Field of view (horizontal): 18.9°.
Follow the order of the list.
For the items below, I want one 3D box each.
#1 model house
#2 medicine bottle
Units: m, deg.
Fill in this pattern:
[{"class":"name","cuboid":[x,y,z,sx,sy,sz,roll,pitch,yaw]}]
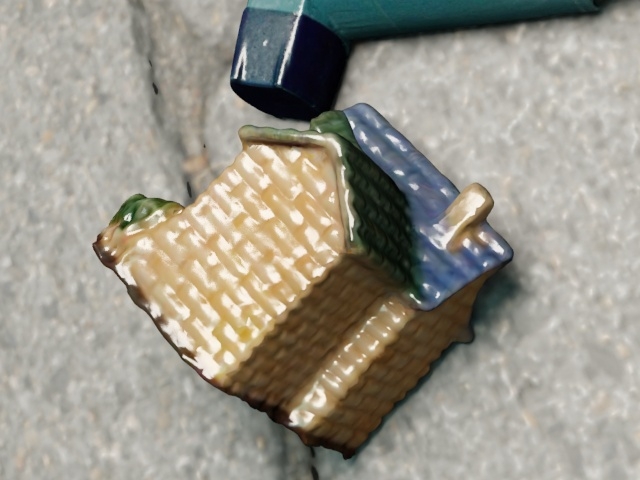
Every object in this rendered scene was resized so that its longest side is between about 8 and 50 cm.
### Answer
[{"class":"model house","cuboid":[0.000,0.000,1.076,0.172,0.183,0.166,-43,66,9]},{"class":"medicine bottle","cuboid":[0.070,-0.149,1.144,0.258,0.079,0.124,-8,70,19]}]
